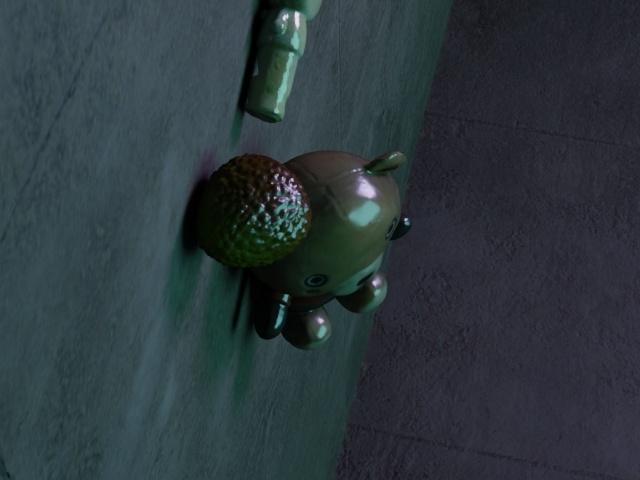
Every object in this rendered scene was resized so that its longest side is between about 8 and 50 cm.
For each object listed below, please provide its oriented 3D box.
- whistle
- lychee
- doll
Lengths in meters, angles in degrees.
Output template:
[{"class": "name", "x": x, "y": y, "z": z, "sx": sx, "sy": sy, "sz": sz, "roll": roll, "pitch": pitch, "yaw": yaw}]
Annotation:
[{"class": "whistle", "x": -0.031, "y": -0.256, "z": 1.353, "sx": 0.126, "sy": 0.067, "sz": 0.258, "roll": 54, "pitch": 49, "yaw": -76}, {"class": "lychee", "x": -0.067, "y": -0.030, "z": 1.239, "sx": 0.146, "sy": 0.114, "sz": 0.114, "roll": -37, "pitch": 141, "yaw": -48}, {"class": "doll", "x": 0.000, "y": 0.000, "z": 1.496, "sx": 0.174, "sy": 0.235, "sz": 0.330, "roll": 58, "pitch": -14, "yaw": 17}]
